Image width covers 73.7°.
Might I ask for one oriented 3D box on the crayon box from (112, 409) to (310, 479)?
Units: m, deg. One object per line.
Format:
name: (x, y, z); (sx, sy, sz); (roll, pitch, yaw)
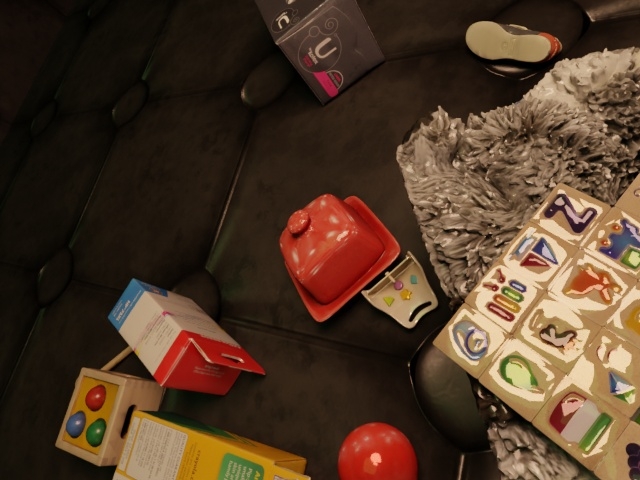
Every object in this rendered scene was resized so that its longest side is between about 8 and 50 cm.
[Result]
crayon box: (-0.147, 0.365, 0.558); (0.322, 0.083, 0.203); (1, 70, 33)

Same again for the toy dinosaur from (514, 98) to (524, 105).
toy dinosaur: (0.279, -0.176, 0.578); (0.082, 0.047, 0.090); (-10, 31, 38)

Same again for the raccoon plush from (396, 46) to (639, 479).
raccoon plush: (0.264, 0.007, 0.396); (0.298, 0.216, 0.447); (-20, 61, 17)

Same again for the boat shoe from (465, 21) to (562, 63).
boat shoe: (0.275, -0.286, 0.616); (0.043, 0.049, 0.137); (-24, 42, -31)

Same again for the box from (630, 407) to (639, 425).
box: (0.306, 0.165, 0.264); (0.262, 0.126, 0.231); (-53, 9, 0)

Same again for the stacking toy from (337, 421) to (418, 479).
stacking toy: (0.092, 0.345, 0.404); (0.141, 0.141, 0.331); (-31, 49, 16)

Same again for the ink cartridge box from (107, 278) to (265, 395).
ink cartridge box: (-0.206, 0.159, 0.654); (0.231, 0.134, 0.078); (30, 85, 38)

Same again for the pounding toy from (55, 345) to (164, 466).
pounding toy: (-0.382, 0.264, 0.741); (0.205, 0.094, 0.181); (0, 69, 31)

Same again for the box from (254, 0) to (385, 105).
box: (-0.019, -0.413, 0.776); (0.143, 0.165, 0.271); (-32, 55, 15)

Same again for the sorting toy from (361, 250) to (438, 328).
sorting toy: (0.111, 0.072, 0.558); (0.083, 0.045, 0.075); (-42, 62, 7)

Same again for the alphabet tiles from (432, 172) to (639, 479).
alphabet tiles: (0.224, 0.037, 0.273); (0.198, 0.009, 0.237); (38, 86, 32)

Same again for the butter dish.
butter dish: (0.000, 0.000, 0.597); (0.160, 0.118, 0.160); (-42, 41, 8)
